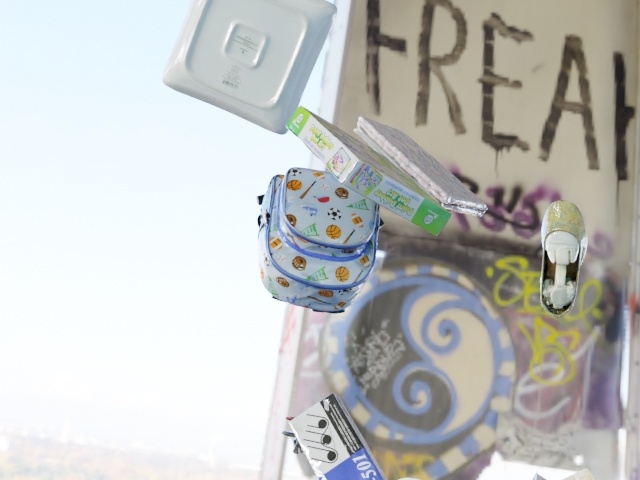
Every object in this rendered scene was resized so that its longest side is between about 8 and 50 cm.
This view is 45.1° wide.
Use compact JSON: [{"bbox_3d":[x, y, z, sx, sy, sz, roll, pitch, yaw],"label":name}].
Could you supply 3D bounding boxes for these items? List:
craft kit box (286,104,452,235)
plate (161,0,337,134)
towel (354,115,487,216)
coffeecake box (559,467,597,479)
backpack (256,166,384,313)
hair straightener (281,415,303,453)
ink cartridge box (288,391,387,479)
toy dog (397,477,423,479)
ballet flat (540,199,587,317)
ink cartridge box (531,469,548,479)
[{"bbox_3d":[0.086,-0.128,1.402,0.250,0.061,0.246,25,19,-38],"label":"craft kit box"},{"bbox_3d":[-0.144,-0.380,1.502,0.277,0.277,0.045,23,13,-3],"label":"plate"},{"bbox_3d":[0.264,-0.187,2.016,0.332,0.053,0.317,47,20,22],"label":"towel"},{"bbox_3d":[0.337,0.440,1.130,0.186,0.142,0.068,-23,27,-3],"label":"coffeecake box"},{"bbox_3d":[0.000,0.000,1.509,0.277,0.263,0.213,8,-30,-4],"label":"backpack"},{"bbox_3d":[-0.071,0.543,2.122,0.047,0.089,0.230,12,-18,9],"label":"hair straightener"},{"bbox_3d":[0.037,0.374,1.317,0.097,0.207,0.046,-35,-31,2],"label":"ink cartridge box"},{"bbox_3d":[0.350,0.881,2.084,0.396,0.284,0.407,-21,-72,38],"label":"toy dog"},{"bbox_3d":[0.651,0.062,2.081,0.123,0.123,0.348,4,-56,16],"label":"ballet flat"},{"bbox_3d":[0.488,0.606,1.743,0.067,0.115,0.198,30,10,15],"label":"ink cartridge box"}]
